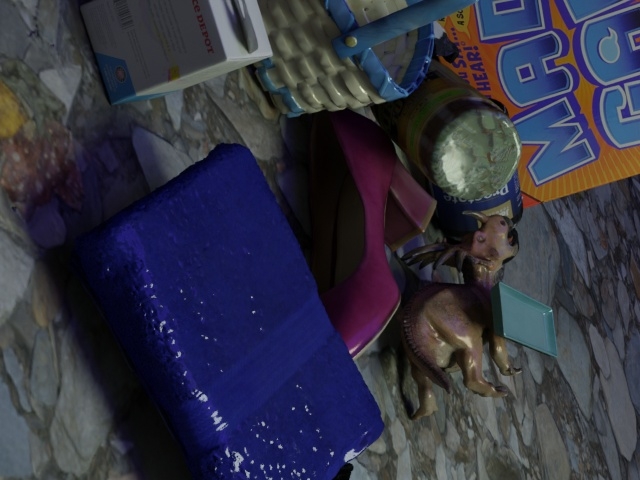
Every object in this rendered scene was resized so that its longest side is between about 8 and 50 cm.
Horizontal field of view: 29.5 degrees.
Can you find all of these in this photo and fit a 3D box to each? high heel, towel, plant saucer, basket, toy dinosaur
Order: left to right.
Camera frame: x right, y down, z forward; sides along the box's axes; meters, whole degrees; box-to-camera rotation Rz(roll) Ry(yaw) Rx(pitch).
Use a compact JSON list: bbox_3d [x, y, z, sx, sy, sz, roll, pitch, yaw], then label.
[{"bbox_3d":[-0.074,0.090,1.025,0.228,0.076,0.308,-40,109,-52],"label":"towel"},{"bbox_3d":[0.000,0.000,1.271,0.181,0.127,0.377,44,34,-11],"label":"high heel"},{"bbox_3d":[0.070,-0.267,1.307,0.201,0.289,0.254,54,34,-19],"label":"basket"},{"bbox_3d":[0.152,0.090,1.475,0.296,0.127,0.200,-35,108,-59],"label":"toy dinosaur"},{"bbox_3d":[0.251,0.101,1.495,0.192,0.018,0.067,25,58,-59],"label":"plant saucer"}]

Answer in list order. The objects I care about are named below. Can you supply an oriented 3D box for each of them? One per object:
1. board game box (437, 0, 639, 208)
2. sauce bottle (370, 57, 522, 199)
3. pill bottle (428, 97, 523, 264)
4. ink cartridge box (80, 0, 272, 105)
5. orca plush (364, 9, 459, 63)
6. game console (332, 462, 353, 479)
[{"bbox_3d":[0.390,-0.281,1.835,0.356,0.357,0.356,-43,115,-71],"label":"board game box"},{"bbox_3d":[0.120,-0.154,1.419,0.111,0.111,0.344,60,-3,-27],"label":"sauce bottle"},{"bbox_3d":[0.211,-0.076,1.661,0.122,0.123,0.219,-65,146,-54],"label":"pill bottle"},{"bbox_3d":[-0.116,-0.185,1.057,0.090,0.143,0.092,-24,98,-64],"label":"ink cartridge box"},{"bbox_3d":[0.057,-0.316,1.516,0.287,0.102,0.151,43,47,0],"label":"orca plush"},{"bbox_3d":[-0.028,0.222,1.162,0.122,0.071,0.107,16,92,-60],"label":"game console"}]
